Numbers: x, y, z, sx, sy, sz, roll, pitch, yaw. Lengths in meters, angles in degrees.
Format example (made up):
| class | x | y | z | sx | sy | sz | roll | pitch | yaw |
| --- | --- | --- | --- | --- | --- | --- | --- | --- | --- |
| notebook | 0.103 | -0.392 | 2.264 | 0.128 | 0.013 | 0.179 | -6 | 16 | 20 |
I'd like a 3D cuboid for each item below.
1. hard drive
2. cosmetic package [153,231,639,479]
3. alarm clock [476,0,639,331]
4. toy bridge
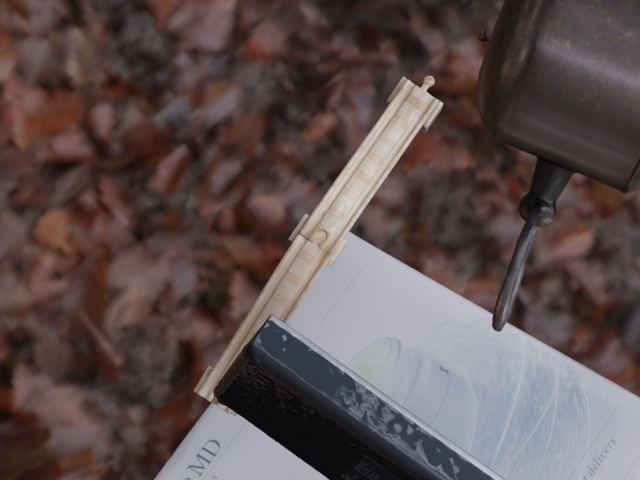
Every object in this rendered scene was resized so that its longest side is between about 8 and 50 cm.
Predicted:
| class | x | y | z | sx | sy | sz | roll | pitch | yaw |
| --- | --- | --- | --- | --- | --- | --- | --- | --- | --- |
| hard drive | 0.020 | 0.087 | 0.825 | 0.135 | 0.094 | 0.022 | 35 | 70 | -1 |
| cosmetic package | 0.045 | 0.155 | 1.037 | 0.224 | 0.138 | 0.224 | 29 | 71 | 22 |
| alarm clock | 0.081 | -0.064 | 0.563 | 0.064 | 0.192 | 0.129 | 19 | 5 | 5 |
| toy bridge | 0.000 | 0.000 | 0.942 | 0.026 | 0.188 | 0.063 | 34 | 0 | 2 |
